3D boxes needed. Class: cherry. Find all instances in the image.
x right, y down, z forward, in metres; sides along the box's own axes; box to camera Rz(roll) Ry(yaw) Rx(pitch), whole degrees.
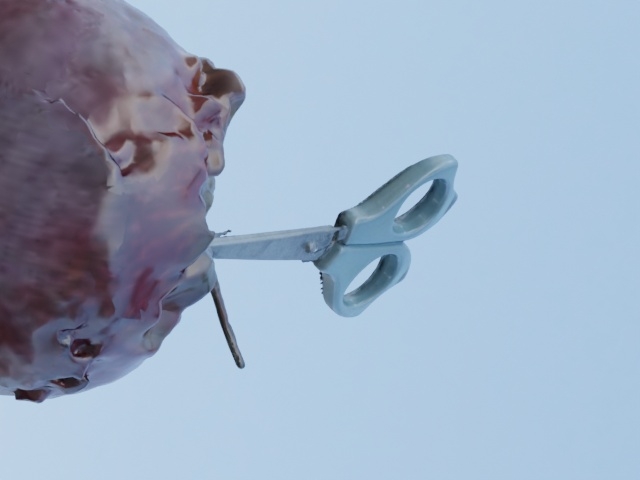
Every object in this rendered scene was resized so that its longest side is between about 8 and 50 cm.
[{"bbox_3d":[-0.158,-0.027,0.777,0.249,0.192,0.175,14,-144,16],"label":"cherry"}]

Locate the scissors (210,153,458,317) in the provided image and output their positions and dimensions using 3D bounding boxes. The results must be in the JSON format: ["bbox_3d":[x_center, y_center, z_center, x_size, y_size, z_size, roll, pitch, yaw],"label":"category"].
[{"bbox_3d":[-0.001,-0.001,1.517,0.029,0.360,0.191,45,-65,27],"label":"scissors"}]
